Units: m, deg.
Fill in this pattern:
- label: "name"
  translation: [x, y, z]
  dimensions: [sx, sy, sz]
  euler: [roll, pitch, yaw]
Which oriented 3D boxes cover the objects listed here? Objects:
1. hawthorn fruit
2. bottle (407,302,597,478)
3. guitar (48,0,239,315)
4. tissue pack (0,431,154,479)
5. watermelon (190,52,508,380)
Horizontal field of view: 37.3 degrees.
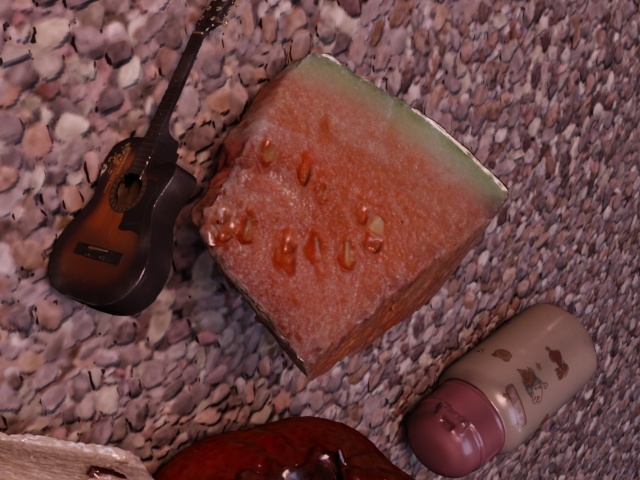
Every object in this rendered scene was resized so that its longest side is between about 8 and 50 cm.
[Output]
- label: "hawthorn fruit"
  translation: [-0.022, 0.293, 0.732]
  dimensions: [0.265, 0.265, 0.307]
  euler: [-25, 128, -39]
- label: "bottle"
  translation: [0.189, 0.164, 1.011]
  dimensions: [0.233, 0.110, 0.110]
  euler: [-31, 129, -35]
- label: "guitar"
  translation: [-0.103, -0.063, 0.613]
  dimensions: [0.025, 0.088, 0.233]
  euler: [37, 71, -49]
- label: "tissue pack"
  translation: [-0.217, 0.239, 0.601]
  dimensions: [0.183, 0.092, 0.226]
  euler: [17, 98, -40]
- label: "watermelon"
  translation: [0.000, 0.000, 0.657]
  dimensions: [0.140, 0.193, 0.257]
  euler: [-59, 175, 39]
